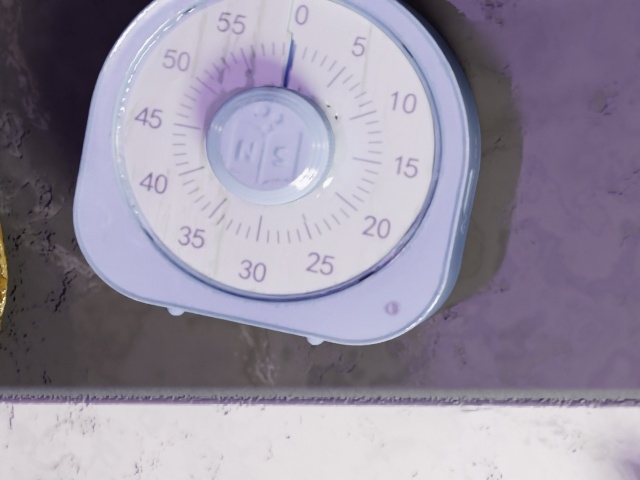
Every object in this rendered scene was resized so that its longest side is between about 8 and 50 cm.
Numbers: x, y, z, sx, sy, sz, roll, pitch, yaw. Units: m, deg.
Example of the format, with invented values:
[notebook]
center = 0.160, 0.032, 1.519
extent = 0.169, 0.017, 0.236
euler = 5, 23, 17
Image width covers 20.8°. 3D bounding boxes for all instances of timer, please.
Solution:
[timer]
center = -0.034, -0.102, 1.643
extent = 0.395, 0.173, 0.395
euler = 1, 93, 12

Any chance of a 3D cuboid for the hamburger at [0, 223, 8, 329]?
[hamburger]
center = -0.464, 0.028, 1.829
extent = 0.283, 0.144, 0.259
euler = 10, 95, 11
